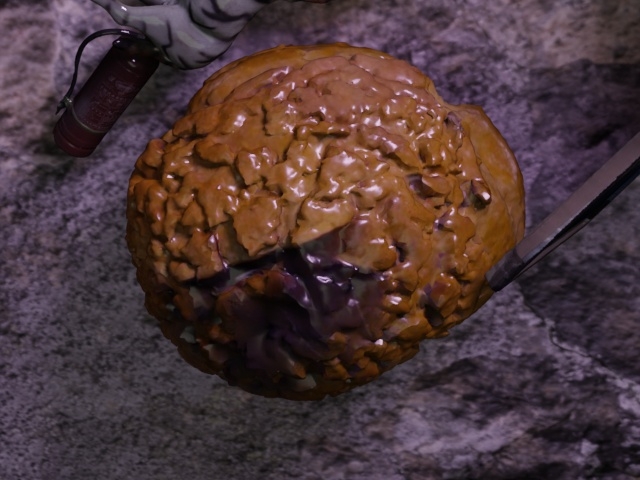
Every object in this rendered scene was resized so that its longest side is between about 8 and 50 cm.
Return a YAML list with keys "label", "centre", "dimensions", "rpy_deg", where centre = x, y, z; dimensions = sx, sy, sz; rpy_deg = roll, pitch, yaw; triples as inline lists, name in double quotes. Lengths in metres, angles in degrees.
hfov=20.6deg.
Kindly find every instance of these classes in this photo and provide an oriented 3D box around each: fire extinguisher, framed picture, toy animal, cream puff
- label: "fire extinguisher"
  centre: [-0.188, -0.140, 1.550]
  dimensions: [0.078, 0.045, 0.157]
  rpy_deg: [21, 132, -28]
- label: "framed picture"
  centre: [0.253, -0.067, 1.436]
  dimensions: [0.023, 0.189, 0.260]
  rpy_deg: [48, 125, 8]
- label: "toy animal"
  centre: [-0.079, -0.233, 1.430]
  dimensions: [0.255, 0.090, 0.170]
  rpy_deg: [-19, 122, 27]
- label: "cream puff"
  centre: [0.000, 0.000, 1.507]
  dimensions: [0.342, 0.231, 0.327]
  rpy_deg: [15, 126, 0]
